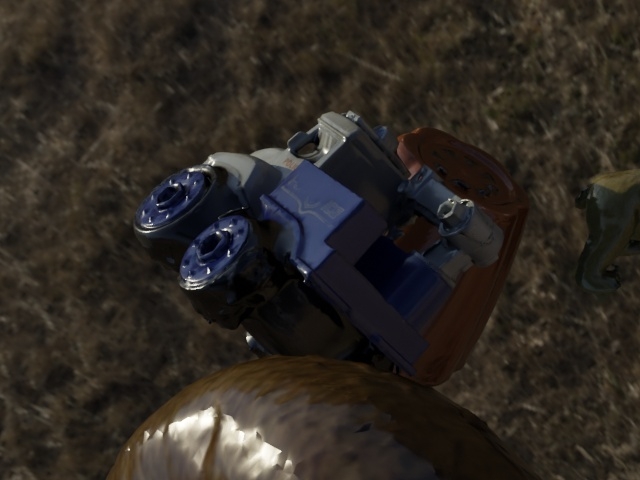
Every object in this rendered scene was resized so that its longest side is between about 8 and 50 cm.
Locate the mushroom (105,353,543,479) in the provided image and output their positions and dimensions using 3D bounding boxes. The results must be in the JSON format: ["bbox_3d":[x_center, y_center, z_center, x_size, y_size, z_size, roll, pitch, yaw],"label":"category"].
[{"bbox_3d":[-0.042,0.206,0.560,0.334,0.356,0.331,-9,58,51],"label":"mushroom"}]

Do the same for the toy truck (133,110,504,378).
[{"bbox_3d":[0.000,0.000,0.845,0.177,0.161,0.213,-46,32,-2],"label":"toy truck"}]

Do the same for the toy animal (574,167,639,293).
[{"bbox_3d":[0.317,-0.035,1.101,0.218,0.101,0.103,-13,18,17],"label":"toy animal"}]

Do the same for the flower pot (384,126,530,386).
[{"bbox_3d":[0.087,0.004,1.133,0.191,0.190,0.173,52,123,37],"label":"flower pot"}]
